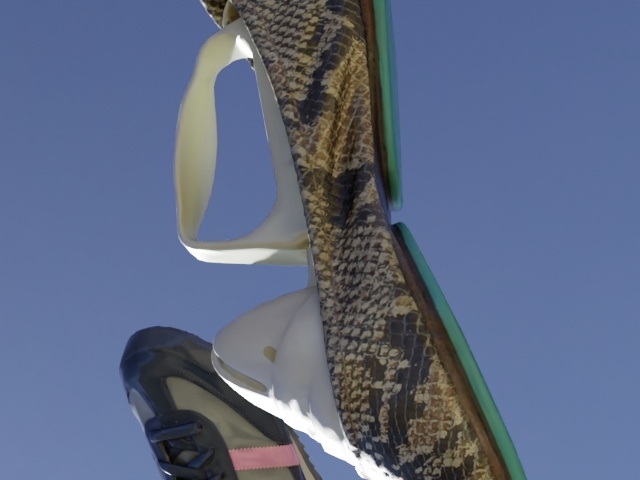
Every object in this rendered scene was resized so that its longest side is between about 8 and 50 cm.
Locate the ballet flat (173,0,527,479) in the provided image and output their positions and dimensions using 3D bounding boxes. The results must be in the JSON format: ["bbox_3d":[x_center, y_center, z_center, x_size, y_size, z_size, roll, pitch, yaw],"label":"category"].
[{"bbox_3d":[0.000,0.000,1.186,0.182,0.482,0.164,-14,-27,1],"label":"ballet flat"}]

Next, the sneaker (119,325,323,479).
[{"bbox_3d":[-0.070,0.217,1.434,0.319,0.112,0.131,55,-141,-18],"label":"sneaker"}]
